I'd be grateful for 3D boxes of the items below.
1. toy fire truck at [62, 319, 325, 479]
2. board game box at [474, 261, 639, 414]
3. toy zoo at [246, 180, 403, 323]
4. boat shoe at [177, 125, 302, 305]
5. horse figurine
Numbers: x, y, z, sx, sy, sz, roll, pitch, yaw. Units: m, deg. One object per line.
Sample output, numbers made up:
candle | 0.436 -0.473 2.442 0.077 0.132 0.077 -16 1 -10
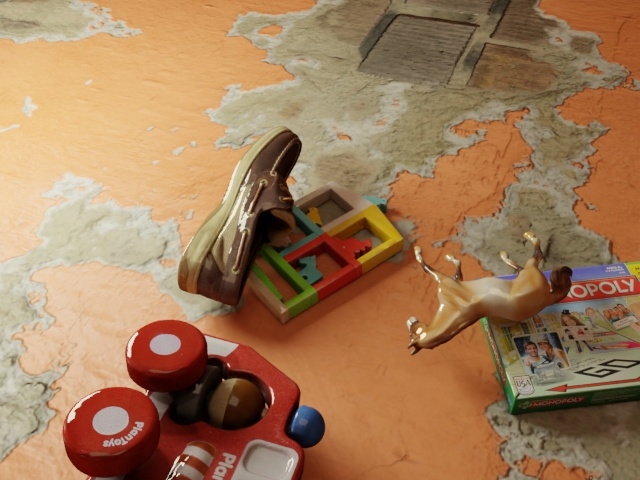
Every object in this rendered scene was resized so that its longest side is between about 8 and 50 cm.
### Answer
toy fire truck | -0.135 0.240 0.804 0.254 0.169 0.302 15 36 11
board game box | 0.401 0.131 0.983 0.318 0.046 0.213 -6 47 -2
toy zoo | 0.000 0.000 1.143 0.293 0.030 0.192 -30 51 -23
boat shoe | -0.095 -0.041 1.093 0.123 0.123 0.342 21 55 12
horse figurine | 0.245 0.068 0.978 0.264 0.066 0.174 -6 40 2
